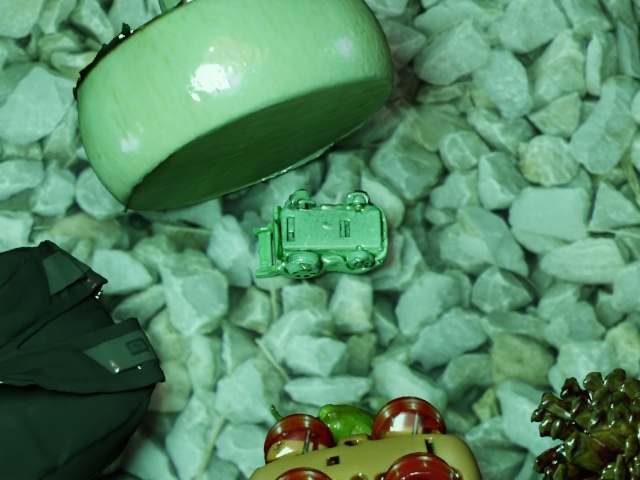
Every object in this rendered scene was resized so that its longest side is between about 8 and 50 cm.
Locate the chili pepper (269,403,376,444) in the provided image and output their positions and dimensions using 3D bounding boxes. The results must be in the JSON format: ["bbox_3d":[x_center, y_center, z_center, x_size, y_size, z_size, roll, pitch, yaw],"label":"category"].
[{"bbox_3d":[0.043,0.216,1.728,0.204,0.073,0.072,16,34,2],"label":"chili pepper"}]

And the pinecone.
[{"bbox_3d":[0.311,0.224,1.674,0.179,0.150,0.195,-16,52,-45],"label":"pinecone"}]

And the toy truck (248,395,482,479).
[{"bbox_3d":[0.059,0.305,1.617,0.265,0.189,0.239,-8,109,1],"label":"toy truck"}]

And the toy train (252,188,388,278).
[{"bbox_3d":[0.000,0.000,1.808,0.149,0.081,0.099,-2,69,-7],"label":"toy train"}]

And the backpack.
[{"bbox_3d":[-0.389,0.182,1.636,0.446,0.255,0.363,-36,71,-28],"label":"backpack"}]

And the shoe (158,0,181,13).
[{"bbox_3d":[-0.172,-0.373,1.936,0.103,0.098,0.274,-18,69,-11],"label":"shoe"}]

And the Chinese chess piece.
[{"bbox_3d":[-0.093,-0.161,1.718,0.349,0.349,0.146,-23,80,-9],"label":"Chinese chess piece"}]
